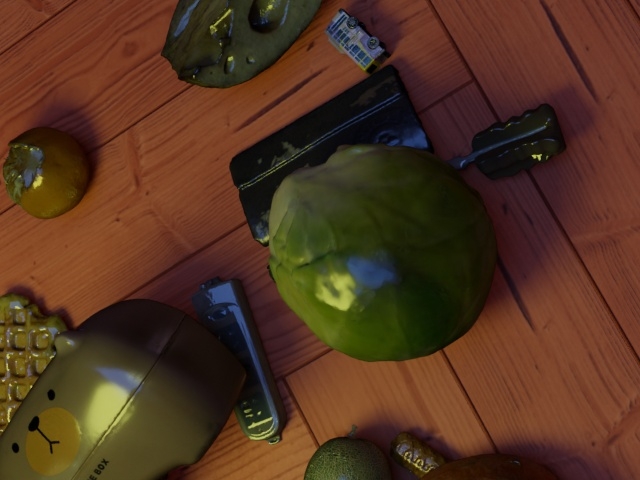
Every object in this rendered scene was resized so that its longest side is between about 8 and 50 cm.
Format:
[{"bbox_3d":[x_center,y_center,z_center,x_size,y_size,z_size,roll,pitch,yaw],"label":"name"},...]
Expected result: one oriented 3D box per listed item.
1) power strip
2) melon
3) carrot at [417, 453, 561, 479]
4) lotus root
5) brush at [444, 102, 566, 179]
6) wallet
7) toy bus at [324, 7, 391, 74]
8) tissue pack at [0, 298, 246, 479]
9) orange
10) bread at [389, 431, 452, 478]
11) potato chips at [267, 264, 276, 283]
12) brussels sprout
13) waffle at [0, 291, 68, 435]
[{"bbox_3d":[-0.128,0.194,1.877,0.080,0.048,0.286,-23,82,17],"label":"power strip"},{"bbox_3d":[0.041,0.374,1.762,0.139,0.139,0.192,4,85,19],"label":"melon"},{"bbox_3d":[0.228,0.448,1.688,0.307,0.100,0.258,-21,92,11],"label":"carrot"},{"bbox_3d":[-0.111,-0.379,1.859,0.314,0.142,0.210,-52,36,14],"label":"lotus root"},{"bbox_3d":[0.223,-0.119,1.770,0.301,0.071,0.084,-21,65,26],"label":"brush"},{"bbox_3d":[0.009,-0.133,1.833,0.321,0.044,0.170,-28,68,14],"label":"wallet"},{"bbox_3d":[0.056,-0.311,1.834,0.102,0.052,0.058,46,101,13],"label":"toy bus"},{"bbox_3d":[-0.320,0.279,1.788,0.277,0.267,0.387,37,113,-3],"label":"tissue pack"},{"bbox_3d":[-0.465,-0.116,1.962,0.156,0.134,0.156,-3,76,11],"label":"orange"},{"bbox_3d":[0.173,0.347,1.766,0.157,0.044,0.052,33,98,17],"label":"bread"},{"bbox_3d":[0.000,0.000,1.850,0.207,0.028,0.092,-44,66,12],"label":"potato chips"},{"bbox_3d":[0.088,0.023,1.705,0.344,0.268,0.344,-4,66,9],"label":"brussels sprout"},{"bbox_3d":[-0.532,0.248,2.006,0.281,0.058,0.301,-28,78,14],"label":"waffle"}]
